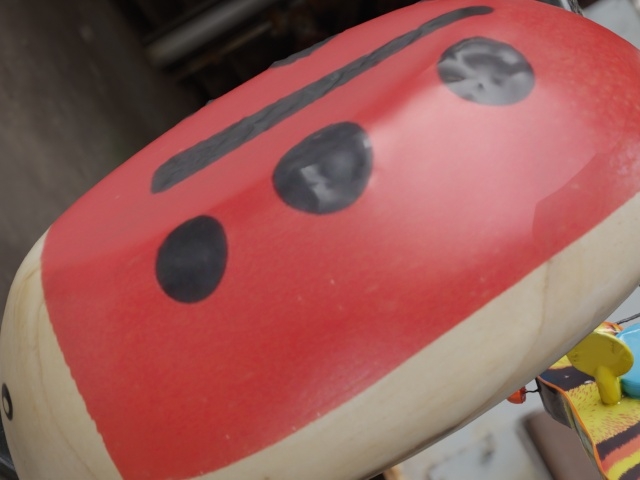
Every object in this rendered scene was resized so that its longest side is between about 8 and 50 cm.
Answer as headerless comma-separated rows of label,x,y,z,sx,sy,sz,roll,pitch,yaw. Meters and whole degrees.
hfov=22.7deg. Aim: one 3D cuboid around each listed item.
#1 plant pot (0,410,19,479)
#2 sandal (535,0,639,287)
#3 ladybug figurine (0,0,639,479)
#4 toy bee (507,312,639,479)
plant pot,-0.202,0.166,1.320,0.167,0.188,0.187,42,-32,-8
sandal,0.282,-0.105,1.732,0.167,0.107,0.446,40,30,-58
ladybug figurine,0.000,0.000,0.885,0.162,0.449,0.305,55,11,-25
toy bee,0.233,0.133,1.301,0.298,0.162,0.195,-78,151,-69
